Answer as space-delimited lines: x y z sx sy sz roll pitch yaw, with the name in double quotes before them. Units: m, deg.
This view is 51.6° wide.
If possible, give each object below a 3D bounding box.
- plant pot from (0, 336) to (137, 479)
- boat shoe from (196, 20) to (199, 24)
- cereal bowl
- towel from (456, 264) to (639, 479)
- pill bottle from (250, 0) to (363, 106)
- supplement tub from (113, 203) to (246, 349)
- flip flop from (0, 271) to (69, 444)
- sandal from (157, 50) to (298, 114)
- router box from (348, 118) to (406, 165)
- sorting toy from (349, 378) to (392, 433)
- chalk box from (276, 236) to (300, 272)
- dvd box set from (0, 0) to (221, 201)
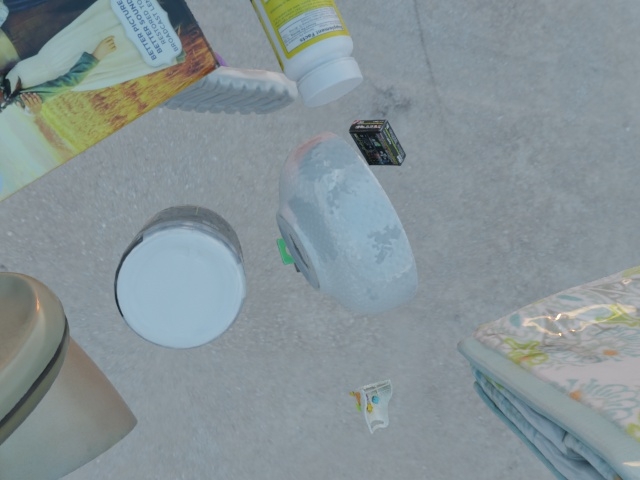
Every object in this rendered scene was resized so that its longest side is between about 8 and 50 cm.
"plant pot" -0.495 0.257 1.148 0.257 0.256 0.273 -26 94 -15
"boat shoe" -0.327 -0.446 1.435 0.109 0.258 0.088 30 78 -24
"cereal bowl" 0.021 -0.009 1.159 0.141 0.339 0.338 -29 90 -12
"towel" 0.334 0.118 0.619 0.321 0.374 0.090 -18 103 -6
"pill bottle" -0.022 -0.321 1.024 0.119 0.119 0.208 -24 88 -15
"supplement tub" -0.239 0.047 1.178 0.207 0.338 0.206 -1 101 -8
"flip flop" -0.194 0.086 0.215 0.112 0.080 0.277 13 39 20
"sandal" -0.225 -0.290 1.117 0.417 0.169 0.102 3 76 -44
"router box" 0.133 -0.227 1.546 0.122 0.092 0.038 53 56 -41
"sorting toy" 0.087 0.277 1.094 0.083 0.045 0.075 -3 74 -53
"chalk box" 0.000 0.000 1.629 0.213 0.132 0.132 -17 92 -26
"dvd box set" -0.351 -0.197 0.643 0.421 0.062 0.307 -34 121 -9
